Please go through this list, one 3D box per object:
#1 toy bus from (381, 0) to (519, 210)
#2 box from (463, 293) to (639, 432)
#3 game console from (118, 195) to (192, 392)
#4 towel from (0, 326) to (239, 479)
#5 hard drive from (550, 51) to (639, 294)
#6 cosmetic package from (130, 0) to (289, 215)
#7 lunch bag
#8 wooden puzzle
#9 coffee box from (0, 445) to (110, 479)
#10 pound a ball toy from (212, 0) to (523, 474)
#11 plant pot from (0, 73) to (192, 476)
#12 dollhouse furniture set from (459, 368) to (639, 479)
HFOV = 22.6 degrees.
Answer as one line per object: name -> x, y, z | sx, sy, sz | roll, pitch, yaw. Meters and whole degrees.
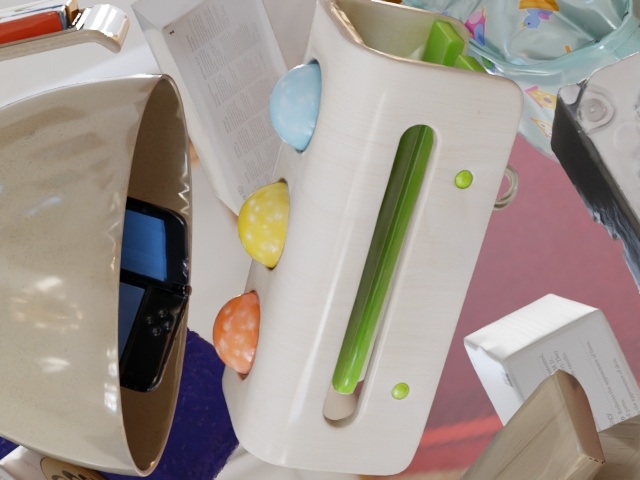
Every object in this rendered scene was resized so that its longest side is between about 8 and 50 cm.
toy bus -> 0.088, -0.141, 1.390 | 0.104, 0.191, 0.202 | -131, 49, -57
box -> 0.256, 0.166, 1.687 | 0.182, 0.119, 0.181 | 64, 174, -7
game console -> -0.171, 0.028, 1.133 | 0.144, 0.124, 0.085 | 17, 171, 11
towel -> -0.225, 0.217, 1.696 | 0.227, 0.308, 0.076 | 38, 152, -2
hard drive -> 0.310, -0.033, 0.743 | 0.064, 0.339, 0.237 | 84, 162, -65
cosmetic package -> -0.080, -0.136, 1.431 | 0.060, 0.099, 0.239 | 39, 159, 41
lunch bag -> 0.213, -0.130, 1.158 | 0.223, 0.160, 0.262 | 40, -179, -33
wooden puzzle -> -0.299, -0.187, 1.460 | 0.221, 0.238, 0.044 | -107, 9, -75
coffee box -> -0.197, 0.324, 1.487 | 0.297, 0.119, 0.168 | 38, -173, 2
pound a ball toy -> 0.000, 0.000, 1.043 | 0.208, 0.135, 0.319 | -115, 37, -61
plant pot -> -0.207, 0.021, 1.137 | 0.284, 0.191, 0.284 | 2, -90, -86
dollhouse furniture set -> 0.224, 0.325, 0.762 | 0.256, 0.362, 0.394 | -56, 23, 27
